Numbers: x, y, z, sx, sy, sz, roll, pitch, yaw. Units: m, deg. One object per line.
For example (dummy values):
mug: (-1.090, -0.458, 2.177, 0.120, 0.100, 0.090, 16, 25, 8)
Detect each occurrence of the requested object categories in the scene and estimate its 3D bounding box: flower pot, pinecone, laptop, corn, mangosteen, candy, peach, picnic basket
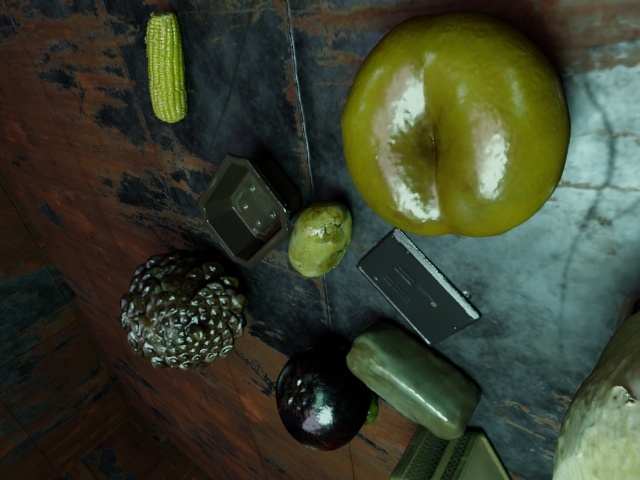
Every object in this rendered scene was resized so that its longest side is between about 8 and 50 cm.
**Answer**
flower pot: (-0.129, -0.063, 0.817, 0.179, 0.084, 0.251, 52, 140, 0)
pinecone: (-0.337, 0.166, 1.048, 0.296, 0.298, 0.242, 47, 170, 34)
laptop: (0.156, 0.083, 0.706, 0.197, 0.016, 0.135, 46, 139, 6)
corn: (-0.287, -0.318, 0.786, 0.072, 0.072, 0.203, 33, 136, 22)
mangosteen: (0.014, 0.325, 0.900, 0.216, 0.216, 0.216, 25, 134, 29)
candy: (0.161, 0.246, 0.755, 0.234, 0.104, 0.102, 38, 138, 17)
peach: (0.138, -0.118, 0.469, 0.251, 0.153, 0.251, 22, 137, 23)
picnic basket: (0.269, 0.497, 0.796, 0.139, 0.165, 0.267, -20, 105, 49)

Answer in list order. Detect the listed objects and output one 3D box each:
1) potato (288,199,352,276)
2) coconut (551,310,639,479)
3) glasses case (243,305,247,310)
potato: (0.000, 0.000, 0.726, 0.170, 0.107, 0.080, 118, 150, -48)
coconut: (0.380, 0.220, 0.325, 0.346, 0.360, 0.347, 27, 137, 28)
glasses case: (-0.222, 0.176, 1.135, 0.083, 0.023, 0.034, -21, 84, 47)
